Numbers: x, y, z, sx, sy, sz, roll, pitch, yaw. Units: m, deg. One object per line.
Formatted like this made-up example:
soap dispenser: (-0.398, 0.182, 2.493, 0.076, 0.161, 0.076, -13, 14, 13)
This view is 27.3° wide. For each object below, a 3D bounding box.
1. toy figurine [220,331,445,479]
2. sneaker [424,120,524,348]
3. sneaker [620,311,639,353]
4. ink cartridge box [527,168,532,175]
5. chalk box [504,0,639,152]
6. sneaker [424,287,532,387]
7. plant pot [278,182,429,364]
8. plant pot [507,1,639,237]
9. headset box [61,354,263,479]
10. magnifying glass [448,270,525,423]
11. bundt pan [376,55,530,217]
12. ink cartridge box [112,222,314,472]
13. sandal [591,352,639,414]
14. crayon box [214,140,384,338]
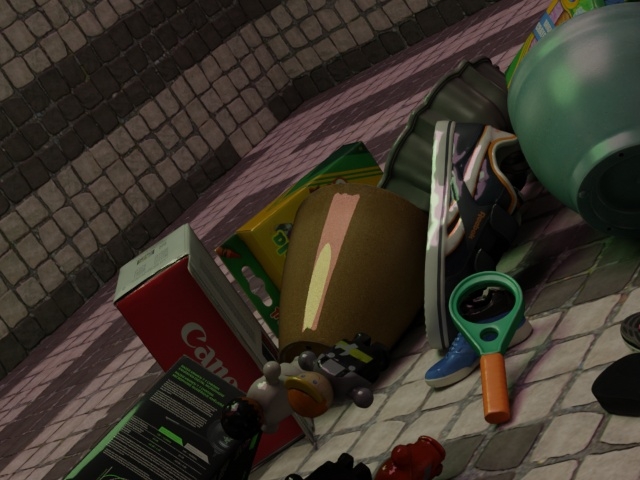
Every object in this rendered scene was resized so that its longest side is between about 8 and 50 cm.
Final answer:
toy figurine: (0.004, 0.224, 1.448, 0.148, 0.209, 0.213, -32, 7, -40)
sneaker: (0.209, -0.010, 1.790, 0.127, 0.321, 0.126, 3, -13, 10)
sneaker: (0.366, 0.080, 1.375, 0.063, 0.075, 0.170, -39, 13, -18)
ink cartridge box: (0.383, -0.196, 2.189, 0.179, 0.045, 0.145, -59, -6, 15)
chalk box: (0.409, -0.255, 1.827, 0.179, 0.180, 0.289, -94, 27, -42)
sneaker: (0.183, 0.118, 1.668, 0.152, 0.084, 0.058, -32, 13, 12)
plant pot: (0.037, 0.090, 1.900, 0.237, 0.237, 0.254, -23, 33, 41)
plant pot: (0.397, -0.129, 1.687, 0.293, 0.293, 0.196, -28, 41, 26)
headset box: (-0.197, 0.311, 1.563, 0.283, 0.131, 0.246, -47, -18, -44)
magnifying glass: (0.201, 0.122, 1.564, 0.092, 0.026, 0.231, -10, 42, 11)
bundt pan: (0.226, -0.108, 2.019, 0.331, 0.124, 0.331, -43, -28, -29)
ink cartridge box: (-0.148, 0.157, 1.840, 0.130, 0.309, 0.272, -34, 13, 2)
sandal: (0.351, 0.131, 1.275, 0.097, 0.054, 0.254, -42, 15, -30)
crayon box: (0.000, 0.000, 2.286, 0.318, 0.202, 0.081, -41, 14, -20)
